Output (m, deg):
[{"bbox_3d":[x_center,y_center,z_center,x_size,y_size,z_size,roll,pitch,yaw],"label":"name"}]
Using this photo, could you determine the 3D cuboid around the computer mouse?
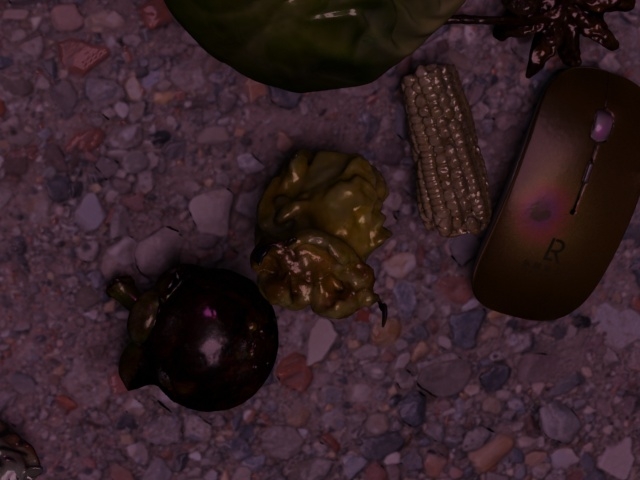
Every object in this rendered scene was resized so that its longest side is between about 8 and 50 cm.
[{"bbox_3d":[0.280,-0.048,2.140,0.158,0.072,0.310,16,105,-20],"label":"computer mouse"}]

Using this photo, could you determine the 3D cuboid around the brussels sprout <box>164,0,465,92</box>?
[{"bbox_3d":[0.016,-0.309,1.847,0.355,0.281,0.289,-24,125,28],"label":"brussels sprout"}]

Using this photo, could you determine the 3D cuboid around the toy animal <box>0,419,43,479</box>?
[{"bbox_3d":[-0.436,0.198,2.060,0.170,0.090,0.255,-28,117,-7],"label":"toy animal"}]

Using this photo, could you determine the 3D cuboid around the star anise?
[{"bbox_3d":[0.241,-0.247,2.054,0.234,0.073,0.177,-39,104,11],"label":"star anise"}]

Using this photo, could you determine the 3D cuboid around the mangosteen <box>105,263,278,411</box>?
[{"bbox_3d":[-0.137,0.111,2.063,0.184,0.172,0.172,-11,115,19],"label":"mangosteen"}]

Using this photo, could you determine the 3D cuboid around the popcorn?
[{"bbox_3d":[0.008,-0.007,2.021,0.168,0.195,0.173,-40,109,12],"label":"popcorn"}]

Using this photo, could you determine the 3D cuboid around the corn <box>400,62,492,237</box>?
[{"bbox_3d":[0.138,-0.105,2.083,0.087,0.087,0.210,-15,107,-7],"label":"corn"}]
